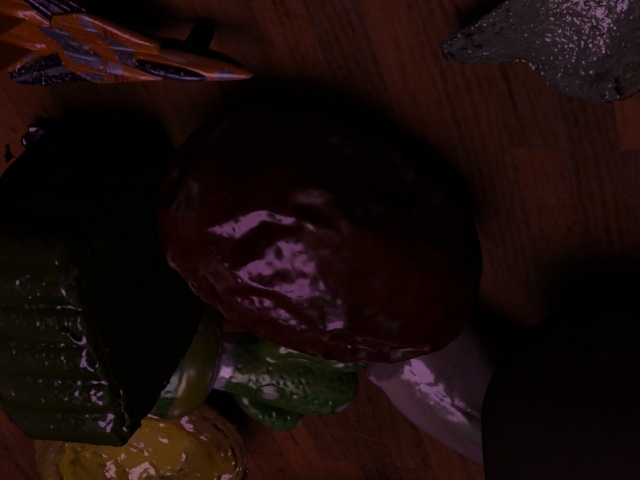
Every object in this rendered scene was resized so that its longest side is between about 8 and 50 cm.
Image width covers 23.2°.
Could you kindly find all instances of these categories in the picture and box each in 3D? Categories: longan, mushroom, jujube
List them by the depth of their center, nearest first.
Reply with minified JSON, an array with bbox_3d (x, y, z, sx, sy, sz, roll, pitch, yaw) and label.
[{"bbox_3d":[0.000,-0.001,1.792,0.377,0.276,0.276,22,147,-26],"label":"jujube"},{"bbox_3d":[0.363,0.258,1.840,0.336,0.404,0.404,-22,129,33],"label":"longan"},{"bbox_3d":[0.213,0.223,2.041,0.407,0.154,0.137,45,179,-20],"label":"mushroom"}]

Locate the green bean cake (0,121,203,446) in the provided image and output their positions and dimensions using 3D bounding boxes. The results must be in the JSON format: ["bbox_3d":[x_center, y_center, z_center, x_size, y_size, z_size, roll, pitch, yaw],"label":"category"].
[{"bbox_3d":[-0.298,0.045,1.882,0.218,0.319,0.335,1,123,20],"label":"green bean cake"}]

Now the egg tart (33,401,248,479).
[{"bbox_3d":[-0.271,0.310,2.404,0.345,0.132,0.345,4,135,4],"label":"egg tart"}]

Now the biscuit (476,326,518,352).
[{"bbox_3d":[0.227,0.157,2.083,0.120,0.015,0.120,10,135,10],"label":"biscuit"}]

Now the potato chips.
[{"bbox_3d":[0.236,-0.206,1.567,0.228,0.059,0.167,14,139,15],"label":"potato chips"}]

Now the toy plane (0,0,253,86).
[{"bbox_3d":[-0.225,-0.225,1.721,0.316,0.103,0.204,5,145,6],"label":"toy plane"}]

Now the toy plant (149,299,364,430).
[{"bbox_3d":[-0.099,0.178,2.153,0.316,0.184,0.224,12,136,-8],"label":"toy plant"}]
